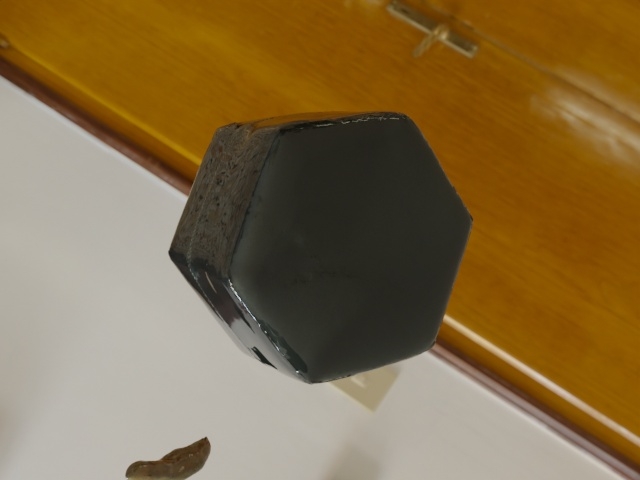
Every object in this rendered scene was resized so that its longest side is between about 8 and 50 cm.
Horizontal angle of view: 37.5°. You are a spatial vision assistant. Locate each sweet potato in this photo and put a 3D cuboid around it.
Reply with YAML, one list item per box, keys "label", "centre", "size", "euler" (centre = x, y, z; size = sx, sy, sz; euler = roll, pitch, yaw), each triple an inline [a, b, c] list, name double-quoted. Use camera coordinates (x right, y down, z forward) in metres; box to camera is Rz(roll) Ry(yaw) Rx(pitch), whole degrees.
- label: "sweet potato"
  centre: [-0.233, 0.349, 1.445]
  size: [0.054, 0.053, 0.182]
  euler: [-27, 169, 30]

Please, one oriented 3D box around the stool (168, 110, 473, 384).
- label: "stool"
  centre: [0.000, 0.000, 0.784]
  size: [0.232, 0.232, 0.141]
  euler: [-55, -152, -15]
